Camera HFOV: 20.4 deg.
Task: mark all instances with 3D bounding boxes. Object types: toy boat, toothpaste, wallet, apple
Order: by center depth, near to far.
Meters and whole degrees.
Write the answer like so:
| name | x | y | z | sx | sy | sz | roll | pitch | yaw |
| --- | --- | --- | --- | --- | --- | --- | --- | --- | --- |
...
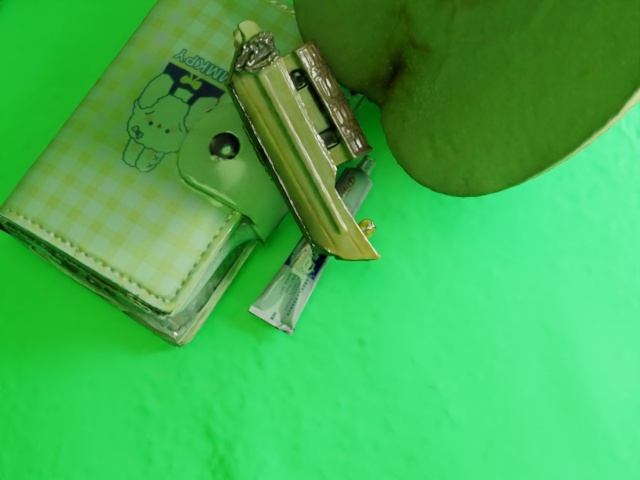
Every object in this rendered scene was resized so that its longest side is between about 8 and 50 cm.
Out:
| name | x | y | z | sx | sy | sz | roll | pitch | yaw |
| --- | --- | --- | --- | --- | --- | --- | --- | --- | --- |
| apple | 0.138 | -0.239 | 1.434 | 0.312 | 0.360 | 0.320 | 24 | 31 | -13 |
| toy boat | -0.008 | -0.082 | 1.478 | 0.088 | 0.068 | 0.226 | -29 | 94 | -9 |
| toothpaste | 0.000 | 0.000 | 1.521 | 0.045 | 0.028 | 0.170 | 29 | 79 | 12 |
| wallet | -0.117 | -0.087 | 1.558 | 0.223 | 0.077 | 0.309 | 30 | 75 | 21 |
